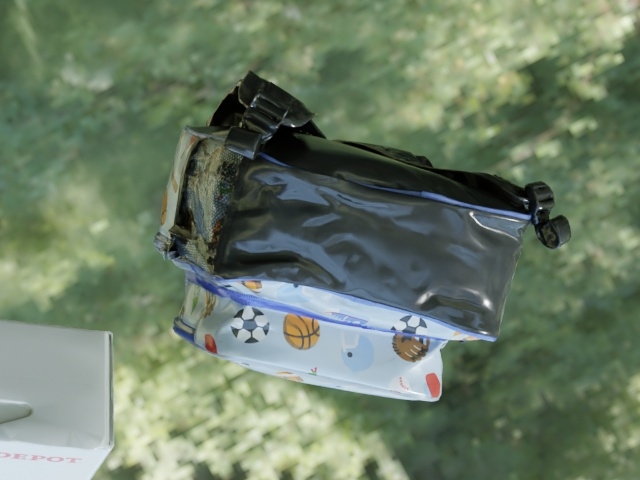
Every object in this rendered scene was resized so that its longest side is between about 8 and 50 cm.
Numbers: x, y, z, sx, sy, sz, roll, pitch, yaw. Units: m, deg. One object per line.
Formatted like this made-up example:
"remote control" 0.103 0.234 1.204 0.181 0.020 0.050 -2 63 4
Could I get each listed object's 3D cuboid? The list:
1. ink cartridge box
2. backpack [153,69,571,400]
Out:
"ink cartridge box" -0.346 0.191 1.844 0.223 0.129 0.307 7 151 -19
"backpack" 0.000 0.000 1.416 0.213 0.276 0.263 -68 -158 8
